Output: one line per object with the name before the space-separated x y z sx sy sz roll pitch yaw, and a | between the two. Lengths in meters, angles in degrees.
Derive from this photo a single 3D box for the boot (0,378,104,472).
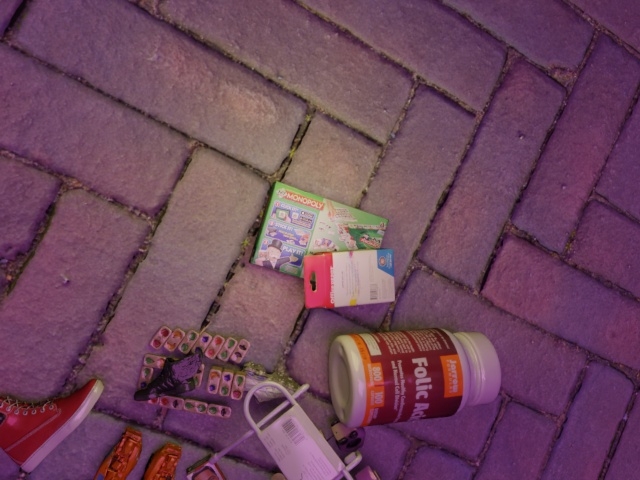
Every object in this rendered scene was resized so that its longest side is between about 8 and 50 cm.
boot | -0.621 0.366 1.161 0.244 0.088 0.176 -45 101 -7

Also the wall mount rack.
wall mount rack | -0.084 0.508 1.209 0.304 0.130 0.350 -37 80 -8

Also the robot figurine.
robot figurine | -0.452 0.596 1.214 0.211 0.085 0.291 27 84 -14

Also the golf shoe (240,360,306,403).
golf shoe | -0.125 0.373 1.316 0.176 0.069 0.086 24 91 -6

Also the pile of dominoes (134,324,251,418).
pile of dominoes | -0.302 0.313 1.246 0.250 0.040 0.196 12 88 -5

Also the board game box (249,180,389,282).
board game box | 0.000 0.000 1.344 0.317 0.046 0.214 18 87 -16

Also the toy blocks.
toy blocks | 0.061 0.679 1.324 0.288 0.309 0.260 -32 133 -1

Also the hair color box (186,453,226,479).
hair color box | -0.265 0.608 1.290 0.071 0.043 0.141 -30 99 -12

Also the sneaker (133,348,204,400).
sneaker | -0.352 0.313 1.219 0.170 0.051 0.089 -10 86 -2

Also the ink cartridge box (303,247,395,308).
ink cartridge box | 0.063 0.091 1.301 0.230 0.078 0.134 -3 93 -16

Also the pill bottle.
pill bottle | 0.234 0.338 1.329 0.391 0.224 0.224 -2 92 -15
